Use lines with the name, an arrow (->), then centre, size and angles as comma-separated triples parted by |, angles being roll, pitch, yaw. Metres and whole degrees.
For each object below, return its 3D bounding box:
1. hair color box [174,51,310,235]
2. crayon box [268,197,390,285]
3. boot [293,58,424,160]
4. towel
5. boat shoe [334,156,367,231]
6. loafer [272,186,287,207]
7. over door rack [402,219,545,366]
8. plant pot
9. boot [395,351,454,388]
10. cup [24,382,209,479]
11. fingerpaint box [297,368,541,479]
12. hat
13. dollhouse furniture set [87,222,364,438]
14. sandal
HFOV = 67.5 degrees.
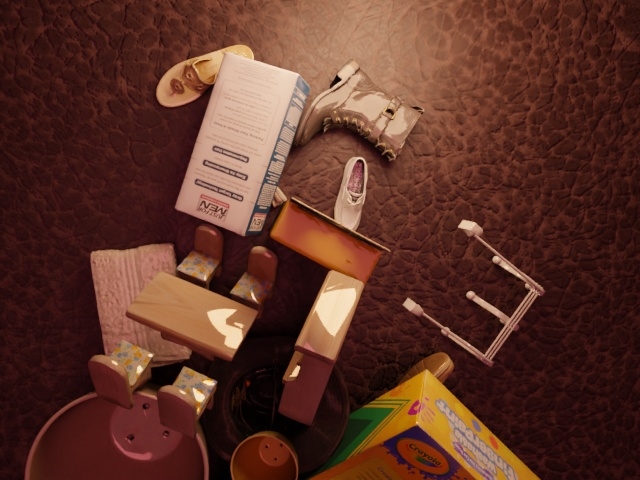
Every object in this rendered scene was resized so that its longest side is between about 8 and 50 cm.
hair color box -> -0.166, -0.200, 1.031 | 0.173, 0.105, 0.347 | 21, 96, 12
crayon box -> 0.000, 0.000, 0.984 | 0.203, 0.323, 0.083 | 28, 88, -7
boot -> 0.090, -0.263, 1.099 | 0.229, 0.091, 0.263 | 40, 86, -6
towel -> -0.403, 0.152, 1.087 | 0.187, 0.049, 0.282 | -7, 93, -7
boat shoe -> 0.077, -0.104, 1.118 | 0.066, 0.063, 0.184 | 15, 91, -7
loafer -> -0.129, -0.132, 1.106 | 0.039, 0.045, 0.125 | -38, 99, 3
over door rack -> 0.356, 0.124, 1.126 | 0.324, 0.108, 0.240 | 36, 89, -28
plant pot -> -0.103, 0.444, 0.972 | 0.134, 0.095, 0.134 | 0, 89, 8
boot -> 0.272, 0.416, 1.147 | 0.203, 0.095, 0.262 | 40, 95, -5
cup -> -0.390, 0.434, 1.007 | 0.330, 0.237, 0.331 | 0, 93, -7
fingerpaint box -> 0.236, 0.549, 1.042 | 0.445, 0.163, 0.371 | 44, 121, -6
hat -> -0.096, 0.361, 1.090 | 0.331, 0.134, 0.332 | -1, 86, 7
dollhouse furniture set -> -0.154, 0.146, 0.884 | 0.394, 0.362, 0.257 | 21, 135, 6
sandal -> -0.262, -0.377, 1.059 | 0.240, 0.079, 0.088 | -26, 95, -4
